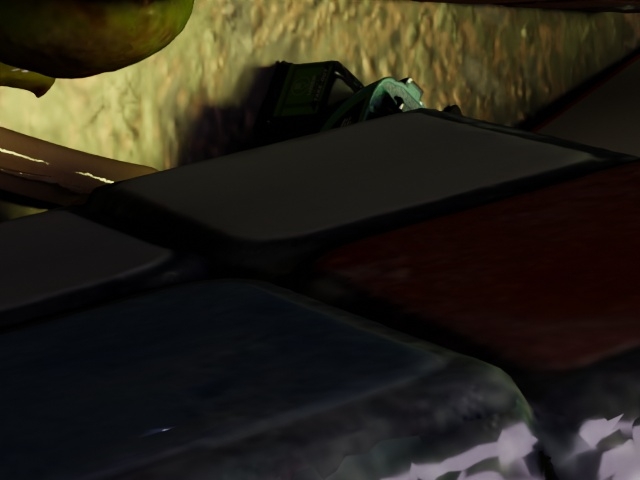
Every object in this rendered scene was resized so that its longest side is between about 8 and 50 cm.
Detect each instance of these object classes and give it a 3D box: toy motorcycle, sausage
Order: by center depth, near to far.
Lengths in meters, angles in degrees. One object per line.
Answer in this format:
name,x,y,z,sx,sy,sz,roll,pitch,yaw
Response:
sausage,-0.108,-0.029,0.639,0.116,0.026,0.026,16,80,-49
toy motorcycle,0.000,0.000,0.715,0.058,0.100,0.173,40,60,-43

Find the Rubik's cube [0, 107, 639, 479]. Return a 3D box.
Rubik's cube,0.000,0.152,0.490,0.313,0.316,0.318,-15,107,-23

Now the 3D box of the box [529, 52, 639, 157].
box,0.289,0.037,0.880,0.349,0.319,0.256,-35,119,-49

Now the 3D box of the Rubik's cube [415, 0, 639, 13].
Rubik's cube,0.200,-0.281,0.743,0.344,0.344,0.337,-7,99,-51

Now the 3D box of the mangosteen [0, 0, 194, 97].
mangosteen,-0.083,-0.168,0.514,0.275,0.275,0.302,-33,153,-44

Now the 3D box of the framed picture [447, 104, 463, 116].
framed picture,0.066,0.128,0.868,0.244,0.013,0.323,-48,127,-37
